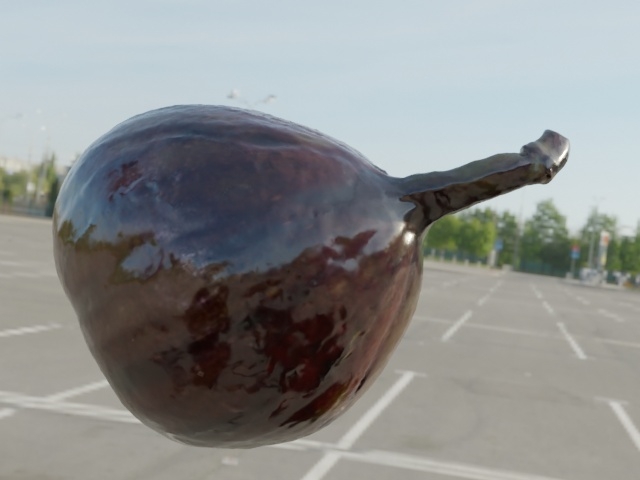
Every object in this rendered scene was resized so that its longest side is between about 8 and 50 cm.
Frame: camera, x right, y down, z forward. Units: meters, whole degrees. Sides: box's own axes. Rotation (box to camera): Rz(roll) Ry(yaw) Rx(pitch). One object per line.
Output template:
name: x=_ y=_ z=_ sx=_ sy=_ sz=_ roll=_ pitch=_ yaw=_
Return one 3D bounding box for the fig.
fig: x=-0.022 y=0.018 z=0.430 sx=0.202 sy=0.149 sz=0.148 roll=7 pitch=4 yaw=41
